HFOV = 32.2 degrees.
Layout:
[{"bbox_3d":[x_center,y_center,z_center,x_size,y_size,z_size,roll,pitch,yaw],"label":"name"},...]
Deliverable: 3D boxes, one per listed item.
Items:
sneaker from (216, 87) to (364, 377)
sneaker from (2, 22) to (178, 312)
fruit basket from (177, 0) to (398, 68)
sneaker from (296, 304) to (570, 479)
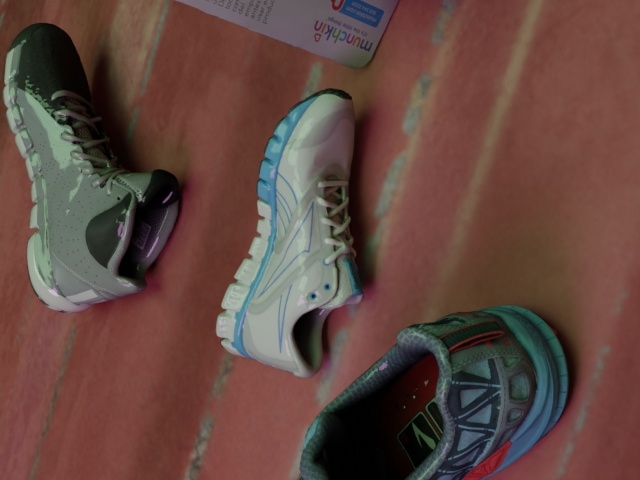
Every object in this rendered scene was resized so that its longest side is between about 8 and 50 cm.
[{"bbox_3d":[0.000,0.000,0.706,0.083,0.071,0.191,26,110,33],"label":"sneaker"},{"bbox_3d":[-0.163,-0.063,0.846,0.132,0.086,0.229,-9,89,35],"label":"sneaker"},{"bbox_3d":[-0.038,-0.285,0.582,0.165,0.353,0.327,43,113,51],"label":"fruit basket"},{"bbox_3d":[0.018,0.133,0.627,0.104,0.125,0.262,49,115,34],"label":"sneaker"}]
